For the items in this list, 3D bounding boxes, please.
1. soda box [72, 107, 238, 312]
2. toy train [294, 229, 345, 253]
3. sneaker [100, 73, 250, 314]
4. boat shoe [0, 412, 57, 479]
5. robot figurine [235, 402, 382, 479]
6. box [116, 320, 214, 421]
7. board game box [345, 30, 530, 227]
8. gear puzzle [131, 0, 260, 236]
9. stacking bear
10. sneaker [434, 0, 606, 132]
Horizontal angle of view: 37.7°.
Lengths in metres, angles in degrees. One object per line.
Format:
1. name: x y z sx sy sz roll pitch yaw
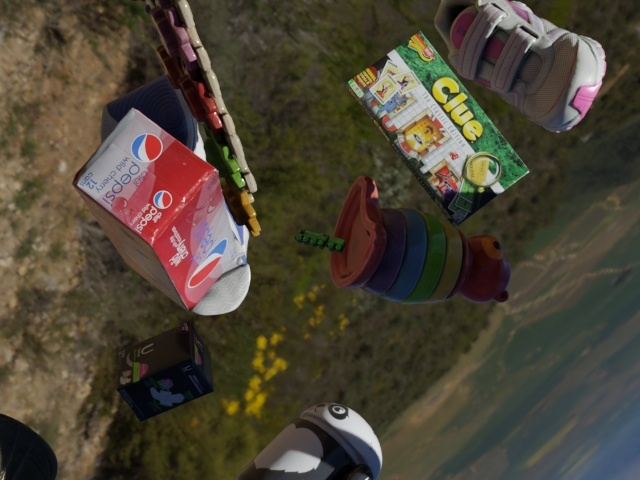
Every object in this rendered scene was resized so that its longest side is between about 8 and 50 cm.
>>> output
1. soda box: -0.142 -0.015 0.858 0.083 0.092 0.263 -51 170 -13
2. toy train: 0.000 0.000 1.452 0.017 0.083 0.024 74 35 -57
3. sneaker: -0.183 -0.047 1.251 0.127 0.316 0.182 -23 176 -1
4. boat shoe: -0.365 0.201 0.920 0.223 0.073 0.080 32 63 -40
5. robot figurine: -0.026 0.388 1.517 0.278 0.209 0.174 -41 153 -26
6. box: -0.156 0.132 0.945 0.083 0.062 0.052 -22 124 5
7. board game box: 0.167 -0.160 1.341 0.136 0.260 0.030 -37 174 -10
8. gear puzzle: -0.133 -0.138 1.022 0.044 0.175 0.339 -26 132 -9
9. stacking bear: 0.176 0.029 1.510 0.288 0.175 0.164 12 131 -19
10. sneaker: 0.192 -0.192 0.968 0.111 0.252 0.103 12 112 -27
